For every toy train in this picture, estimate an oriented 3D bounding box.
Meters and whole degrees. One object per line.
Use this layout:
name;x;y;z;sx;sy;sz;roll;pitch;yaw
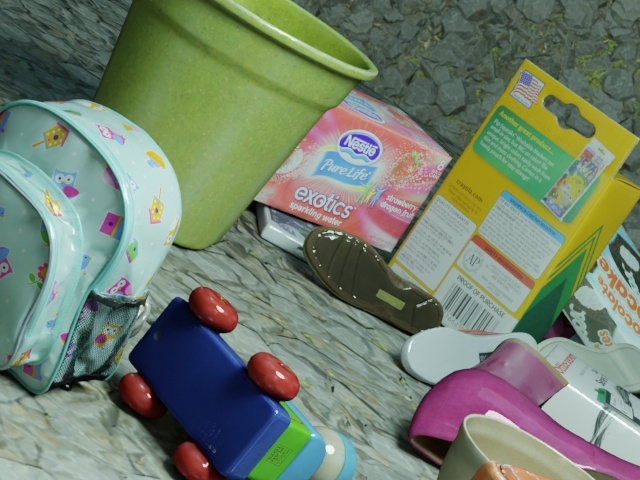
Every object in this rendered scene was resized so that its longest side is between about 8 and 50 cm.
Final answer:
toy train;-0.080;0.101;1.286;0.143;0.105;0.248;34;7;-47

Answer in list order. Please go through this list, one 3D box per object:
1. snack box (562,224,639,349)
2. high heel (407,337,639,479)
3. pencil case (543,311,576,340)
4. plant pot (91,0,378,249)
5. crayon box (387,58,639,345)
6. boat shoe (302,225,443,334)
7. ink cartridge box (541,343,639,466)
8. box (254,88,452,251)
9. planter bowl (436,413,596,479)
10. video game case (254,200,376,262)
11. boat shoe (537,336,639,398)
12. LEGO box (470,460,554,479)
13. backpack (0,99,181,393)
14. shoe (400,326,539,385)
snack box;0.377;0.069;2.181;0.322;0.060;0.187;57;32;-7
high heel;0.248;0.261;1.545;0.377;0.127;0.181;40;43;15
pencil case;0.256;0.065;2.249;0.209;0.095;0.098;34;6;15
plant pot;-0.122;-0.140;1.727;0.276;0.254;0.276;30;13;-8
crayon box;0.245;-0.029;2.038;0.083;0.323;0.203;17;20;-50
boat shoe;0.051;0.046;1.906;0.190;0.068;0.072;39;-3;-20
ink cartridge box;0.307;0.214;1.791;0.219;0.093;0.160;35;12;9
box;-0.006;-0.117;2.052;0.300;0.154;0.142;22;17;-42
planter bowl;0.152;0.228;1.320;0.162;0.109;0.162;31;12;-7
video game case;0.000;0.000;2.025;0.173;0.022;0.190;30;13;-13
boat shoe;0.313;0.168;2.006;0.254;0.079;0.095;0;50;-53
LEGO box;0.279;0.373;0.881;0.372;0.193;0.500;24;15;-33
backpack;-0.195;-0.006;1.183;0.166;0.188;0.144;39;14;24
shoe;0.146;0.127;1.825;0.178;0.064;0.081;0;-6;-33
